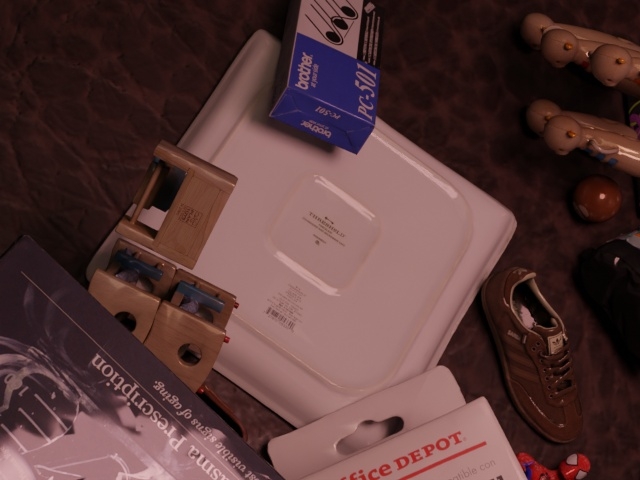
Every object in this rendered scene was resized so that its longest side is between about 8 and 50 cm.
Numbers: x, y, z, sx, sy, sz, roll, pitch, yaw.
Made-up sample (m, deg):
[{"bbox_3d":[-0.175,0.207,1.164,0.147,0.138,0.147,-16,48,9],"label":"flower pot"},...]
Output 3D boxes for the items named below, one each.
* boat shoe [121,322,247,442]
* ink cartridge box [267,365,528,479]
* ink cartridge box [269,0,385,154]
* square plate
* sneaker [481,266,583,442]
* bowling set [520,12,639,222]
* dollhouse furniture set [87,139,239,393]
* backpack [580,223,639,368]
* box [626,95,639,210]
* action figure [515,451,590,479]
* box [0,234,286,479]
[{"bbox_3d":[-0.153,0.130,1.375,0.207,0.073,0.073,35,65,-6],"label":"boat shoe"},{"bbox_3d":[0.097,0.280,1.312,0.207,0.119,0.353,-24,67,-4],"label":"ink cartridge box"},{"bbox_3d":[0.010,-0.182,1.524,0.097,0.046,0.207,23,40,-14],"label":"ink cartridge box"},{"bbox_3d":[0.000,0.000,1.497,0.347,0.049,0.344,36,62,-6],"label":"square plate"},{"bbox_3d":[0.222,0.116,1.528,0.066,0.071,0.188,-24,87,-26],"label":"sneaker"},{"bbox_3d":[0.279,-0.124,1.591,0.154,0.287,0.200,18,99,-9],"label":"bowling set"},{"bbox_3d":[-0.118,0.016,1.330,0.129,0.129,0.184,27,102,-5],"label":"dollhouse furniture set"},{"bbox_3d":[0.386,0.037,1.605,0.182,0.115,0.152,-25,79,-30],"label":"backpack"},{"bbox_3d":[0.397,-0.114,1.662,0.029,0.116,0.162,13,65,-41],"label":"box"},{"bbox_3d":[0.170,0.266,1.425,0.280,0.139,0.091,-26,84,-30],"label":"action figure"},{"bbox_3d":[-0.212,0.236,1.082,0.343,0.179,0.312,44,55,-6],"label":"box"}]
